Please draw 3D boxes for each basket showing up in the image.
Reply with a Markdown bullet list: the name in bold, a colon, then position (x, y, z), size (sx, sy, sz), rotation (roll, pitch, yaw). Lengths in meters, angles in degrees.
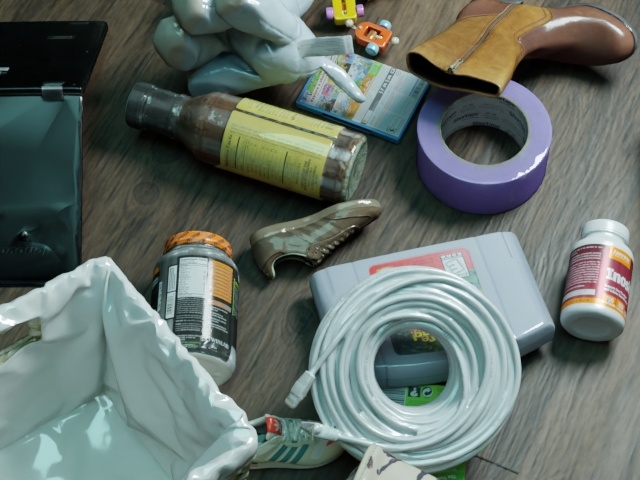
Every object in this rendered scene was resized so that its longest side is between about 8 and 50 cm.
- **basket**: position (-0.294, 0.263, 1.790), size (0.328, 0.266, 0.331), rotation (-31, 61, -24)

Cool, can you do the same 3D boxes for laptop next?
- **laptop**: position (-0.517, -0.139, 2.211), size (0.382, 0.236, 0.408), rotation (0, 30, 1)

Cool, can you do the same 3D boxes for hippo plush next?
- **hippo plush**: position (-0.086, -0.353, 2.200), size (0.294, 0.234, 0.236), rotation (-2, 52, 12)

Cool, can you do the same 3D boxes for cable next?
- **cable**: position (0.114, 0.161, 1.878), size (0.257, 0.089, 0.257), rotation (27, 85, 1)

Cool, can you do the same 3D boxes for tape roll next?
- **tape roll**: position (0.230, -0.136, 2.149), size (0.189, 0.080, 0.189), rotation (-1, 59, 1)

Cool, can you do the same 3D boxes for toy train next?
- **toy train**: position (0.079, -0.351, 2.309), size (0.125, 0.046, 0.166), rotation (18, 64, 11)

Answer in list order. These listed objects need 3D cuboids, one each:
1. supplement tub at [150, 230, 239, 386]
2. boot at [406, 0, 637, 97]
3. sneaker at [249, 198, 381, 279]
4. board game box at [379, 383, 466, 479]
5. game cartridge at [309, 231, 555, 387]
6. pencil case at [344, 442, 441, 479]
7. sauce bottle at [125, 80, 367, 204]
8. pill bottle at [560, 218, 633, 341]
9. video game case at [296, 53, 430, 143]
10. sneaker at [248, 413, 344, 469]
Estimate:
- **supplement tub**: position (-0.166, 0.090, 1.999), size (0.117, 0.117, 0.190), rotation (0, 57, 2)
- **boot**: position (0.291, -0.271, 2.148), size (0.264, 0.096, 0.280), rotation (22, 32, 16)
- **sneaker**: position (0.000, 0.000, 2.092), size (0.188, 0.066, 0.071), rotation (-17, 76, -3)
- **board game box**: position (0.119, 0.301, 1.907), size (0.124, 0.039, 0.259), rotation (4, 55, 6)
- **game cartridge**: position (0.149, 0.096, 2.006), size (0.294, 0.060, 0.196), rotation (-12, 53, -7)
- **pencil case**: position (0.188, 0.405, 1.736), size (0.410, 0.160, 0.183), rotation (29, 50, 9)
- **sauce bottle**: position (-0.107, -0.148, 2.149), size (0.344, 0.111, 0.111), rotation (19, 61, 13)
- **pill bottle**: position (0.371, 0.051, 2.024), size (0.086, 0.086, 0.152), rotation (10, 59, 8)
- **video game case**: position (0.063, -0.216, 2.242), size (0.166, 0.015, 0.119), rotation (21, 62, 14)
- **sneaker**: position (-0.042, 0.250, 1.919), size (0.161, 0.075, 0.057), rotation (-5, 58, -1)
